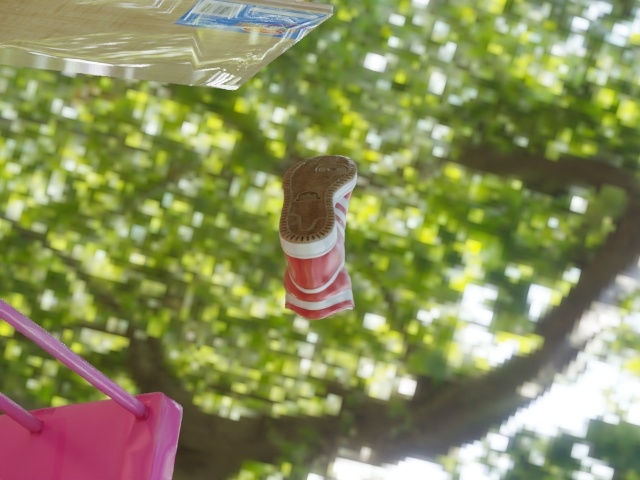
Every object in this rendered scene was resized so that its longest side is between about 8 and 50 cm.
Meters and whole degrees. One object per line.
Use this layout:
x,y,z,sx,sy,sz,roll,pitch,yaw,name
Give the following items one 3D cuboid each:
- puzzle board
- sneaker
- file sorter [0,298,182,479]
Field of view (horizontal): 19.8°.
-0.072,-0.083,0.707,0.096,0.128,0.011,151,-61,-61,puzzle board
0.000,0.000,1.049,0.118,0.042,0.067,-72,158,-60,sneaker
-0.249,0.152,0.888,0.291,0.182,0.202,-11,-124,28,file sorter
